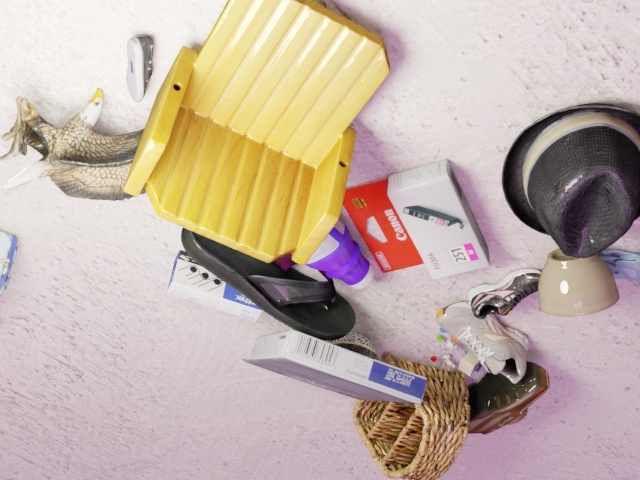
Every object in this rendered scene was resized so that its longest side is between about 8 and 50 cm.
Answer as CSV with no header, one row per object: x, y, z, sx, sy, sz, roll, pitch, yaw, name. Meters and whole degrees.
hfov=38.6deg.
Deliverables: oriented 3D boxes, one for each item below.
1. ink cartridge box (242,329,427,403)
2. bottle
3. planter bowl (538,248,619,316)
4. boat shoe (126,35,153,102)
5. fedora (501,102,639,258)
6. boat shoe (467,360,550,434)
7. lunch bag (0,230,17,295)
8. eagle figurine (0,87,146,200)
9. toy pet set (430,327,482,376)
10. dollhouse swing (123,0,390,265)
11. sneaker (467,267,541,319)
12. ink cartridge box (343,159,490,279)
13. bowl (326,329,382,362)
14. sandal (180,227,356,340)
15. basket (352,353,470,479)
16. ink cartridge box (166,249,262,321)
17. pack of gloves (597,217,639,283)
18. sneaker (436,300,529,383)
0.023,0.283,2.031,0.324,0.071,0.330,21,167,-17,ink cartridge box
0.000,0.000,1.870,0.118,0.092,0.283,-28,128,32,bottle
0.518,0.074,1.864,0.162,0.162,0.109,-9,105,15,planter bowl
-0.316,-0.301,1.617,0.040,0.049,0.142,-23,151,-26,boat shoe
0.486,-0.084,1.676,0.334,0.152,0.334,5,135,5,fedora
0.447,0.390,2.234,0.120,0.122,0.324,21,143,-23,boat shoe
-0.739,0.079,1.977,0.090,0.176,0.219,26,135,-28,lunch bag
-0.416,-0.167,1.672,0.298,0.226,0.225,23,114,-11,eagle figurine
0.332,0.256,2.150,0.114,0.065,0.122,34,139,22,toy pet set
-0.083,-0.190,1.520,0.347,0.315,0.305,24,146,-19,dollhouse swing
0.405,0.125,1.972,0.178,0.077,0.072,-26,130,29,sneaker
0.189,-0.023,1.851,0.239,0.060,0.275,-15,133,19,ink cartridge box
0.063,0.260,2.151,0.170,0.080,0.170,4,137,3,bowl
-0.083,0.072,1.906,0.446,0.167,0.107,32,125,-25,sandal
0.212,0.458,2.250,0.223,0.213,0.299,15,136,-10,basket
-0.224,0.099,1.997,0.207,0.097,0.046,20,135,-14,ink cartridge box
0.686,0.017,1.864,0.232,0.046,0.195,15,137,5,pack of gloves
0.373,0.232,2.058,0.262,0.121,0.099,27,132,-21,sneaker
